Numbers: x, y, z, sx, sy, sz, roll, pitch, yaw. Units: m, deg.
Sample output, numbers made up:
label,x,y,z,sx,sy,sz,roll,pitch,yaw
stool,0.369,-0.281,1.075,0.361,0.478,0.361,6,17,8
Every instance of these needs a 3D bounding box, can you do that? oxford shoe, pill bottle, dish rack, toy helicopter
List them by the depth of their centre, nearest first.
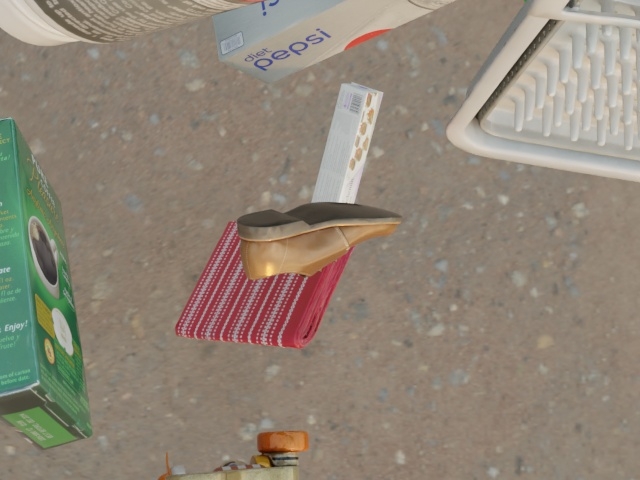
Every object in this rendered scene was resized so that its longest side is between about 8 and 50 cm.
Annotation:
label,x,y,z,sx,sy,sz,roll,pitch,yaw
dish rack,0.261,-0.132,0.697,0.285,0.333,0.072,8,73,-6
pill bottle,-0.141,-0.240,0.727,0.161,0.283,0.161,4,84,-49
oxford shoe,0.000,0.000,1.071,0.212,0.076,0.076,-10,110,-31
toy helicopter,-0.155,0.353,1.405,0.234,0.355,0.140,-4,77,11

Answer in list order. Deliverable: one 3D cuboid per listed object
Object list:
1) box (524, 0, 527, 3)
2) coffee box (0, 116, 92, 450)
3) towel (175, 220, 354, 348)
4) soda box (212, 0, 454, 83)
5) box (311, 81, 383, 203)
label,x,y,z,sx,sy,sz,roll,pitch,yaw
box,0.435,-0.362,1.244,0.231,0.262,0.127,-14,79,-34
coffee box,-0.187,0.028,0.603,0.040,0.113,0.184,-14,64,-3
towel,-0.075,0.053,1.298,0.031,0.274,0.199,42,62,-34
soda box,0.024,-0.266,1.014,0.098,0.286,0.091,14,62,-57
box,0.042,-0.143,1.859,0.063,0.067,0.324,-12,121,-55
